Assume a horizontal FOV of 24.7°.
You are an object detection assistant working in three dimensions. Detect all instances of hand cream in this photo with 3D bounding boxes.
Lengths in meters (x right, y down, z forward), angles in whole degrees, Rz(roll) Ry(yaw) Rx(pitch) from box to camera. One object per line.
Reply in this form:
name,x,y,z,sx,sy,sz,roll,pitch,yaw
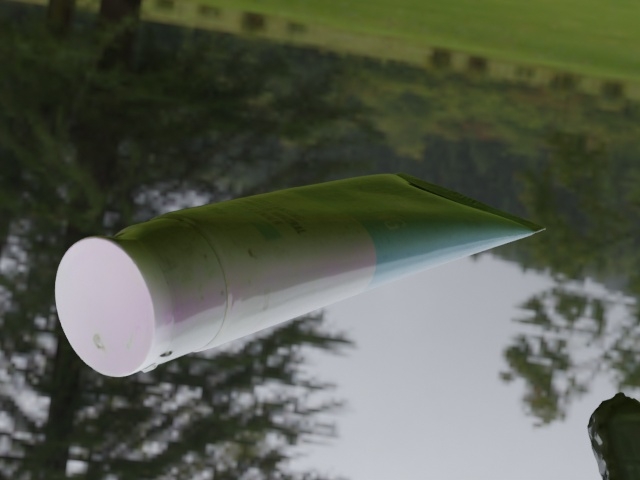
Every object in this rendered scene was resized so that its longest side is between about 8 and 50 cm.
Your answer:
hand cream,0.000,0.000,0.790,0.111,0.070,0.312,21,-155,33

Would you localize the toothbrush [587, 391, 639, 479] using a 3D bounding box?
toothbrush,0.134,0.190,0.476,0.030,0.297,0.030,4,152,-29
